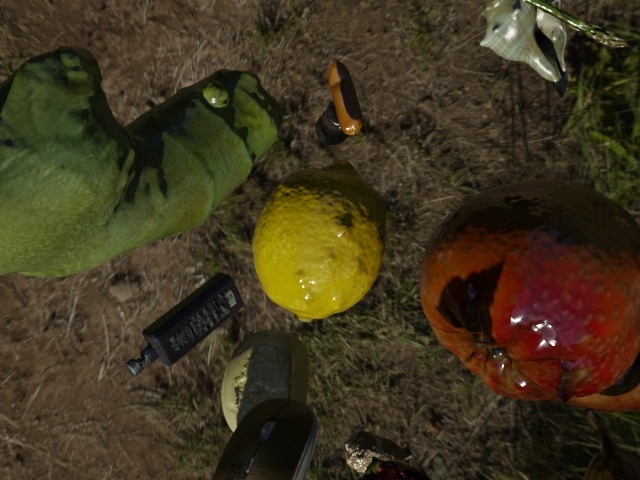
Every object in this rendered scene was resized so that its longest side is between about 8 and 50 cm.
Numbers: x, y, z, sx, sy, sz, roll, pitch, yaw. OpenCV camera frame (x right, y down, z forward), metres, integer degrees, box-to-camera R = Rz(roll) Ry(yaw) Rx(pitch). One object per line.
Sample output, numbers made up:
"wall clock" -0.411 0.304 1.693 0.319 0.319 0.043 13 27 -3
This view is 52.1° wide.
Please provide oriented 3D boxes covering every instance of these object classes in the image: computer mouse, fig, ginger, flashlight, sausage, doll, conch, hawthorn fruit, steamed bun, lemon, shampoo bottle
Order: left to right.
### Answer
"ginger" -0.127 -0.042 0.376 0.089 0.290 0.137 28 111 28
"shampoo bottle" -0.316 0.201 1.511 0.309 0.071 0.098 -40 126 -31
"computer mouse" -0.061 0.244 0.613 0.045 0.102 0.199 36 64 -42
"steamed bun" -0.123 0.341 1.477 0.166 0.232 0.272 3 78 11
"lemon" 0.000 0.000 1.121 0.234 0.233 0.288 16 96 -11
"flashlight" 0.036 -0.293 1.605 0.093 0.232 0.092 0 87 -3
"sausage" 0.056 -0.315 1.463 0.062 0.054 0.183 -22 80 34
"doll" 0.157 0.571 1.718 0.221 0.115 0.105 31 90 -36
"conch" 0.346 -0.367 1.126 0.234 0.114 0.137 30 90 -29
"hawthorn fruit" 0.383 0.062 1.126 0.403 0.403 0.402 -1 93 -11
"fig" 0.543 0.447 1.206 0.146 0.170 0.274 -3 73 -24

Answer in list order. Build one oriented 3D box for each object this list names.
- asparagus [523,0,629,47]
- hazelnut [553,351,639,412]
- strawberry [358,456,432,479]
"asparagus" 0.287 -0.301 0.838 0.233 0.023 0.022 28 99 3
"hazelnut" 0.631 0.238 1.566 0.353 0.421 0.420 -40 100 -25
"strawberry" 0.169 0.519 1.110 0.306 0.233 0.138 40 51 16
